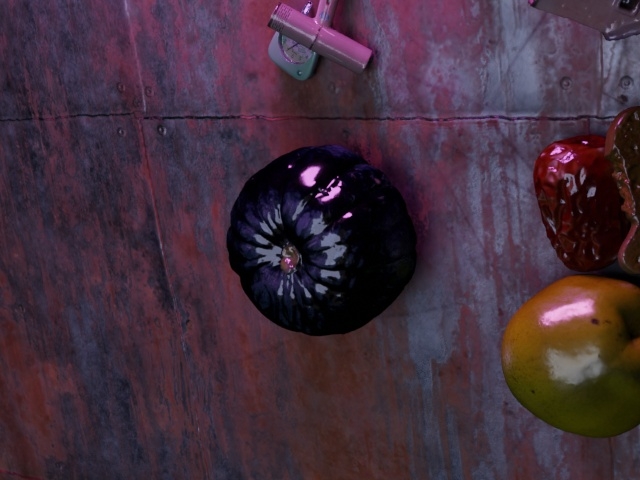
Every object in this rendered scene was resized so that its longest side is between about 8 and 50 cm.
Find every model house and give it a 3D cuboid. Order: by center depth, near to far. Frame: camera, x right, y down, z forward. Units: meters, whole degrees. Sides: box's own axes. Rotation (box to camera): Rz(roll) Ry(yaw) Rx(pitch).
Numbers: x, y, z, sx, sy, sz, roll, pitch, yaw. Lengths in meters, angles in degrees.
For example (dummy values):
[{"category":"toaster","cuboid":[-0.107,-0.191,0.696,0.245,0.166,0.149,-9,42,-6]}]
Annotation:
[{"category":"model house","cuboid":[0.441,-0.416,1.523,0.237,0.237,0.202,21,116,-7]}]

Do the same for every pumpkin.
[{"category":"pumpkin","cuboid":[0.000,0.000,1.934,0.363,0.266,0.363,11,110,32]}]

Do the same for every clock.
[{"category":"clock","cuboid":[-0.034,-0.376,1.945,0.101,0.041,0.135,39,123,14]}]

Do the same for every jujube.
[{"category":"jujube","cuboid":[0.438,-0.061,1.709,0.155,0.155,0.230,-5,112,34]}]

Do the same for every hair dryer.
[{"category":"hair dryer","cuboid":[0.040,-0.438,1.868,0.195,0.053,0.220,28,98,-5]}]

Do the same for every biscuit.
[{"category":"biscuit","cuboid":[0.529,-0.103,1.608,0.183,0.047,0.319,7,92,0]}]

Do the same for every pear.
[{"category":"pear","cuboid":[0.442,0.194,1.734,0.294,0.294,0.294,12,114,28]}]
